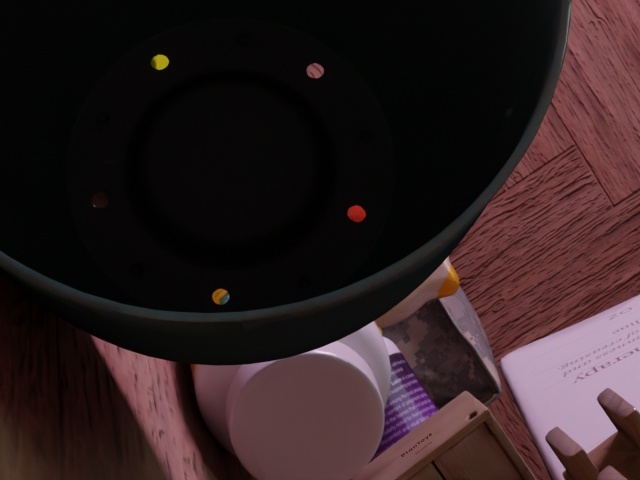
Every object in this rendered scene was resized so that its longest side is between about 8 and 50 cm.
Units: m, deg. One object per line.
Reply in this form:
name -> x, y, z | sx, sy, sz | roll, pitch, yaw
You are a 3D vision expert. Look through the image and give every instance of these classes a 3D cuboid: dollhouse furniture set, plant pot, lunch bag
dollhouse furniture set -> 0.129, 0.211, 1.010 | 0.161, 0.212, 0.242 | 55, -5, -18
plant pot -> -0.047, -0.072, 0.804 | 0.293, 0.293, 0.235 | 57, -11, 14
lunch bag -> 0.035, 0.047, 1.576 | 0.287, 0.169, 0.235 | 61, 4, 3

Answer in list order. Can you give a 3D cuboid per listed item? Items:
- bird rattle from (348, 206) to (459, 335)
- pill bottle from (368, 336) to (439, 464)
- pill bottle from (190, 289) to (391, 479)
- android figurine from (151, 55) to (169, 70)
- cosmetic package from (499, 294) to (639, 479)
bird rattle -> 0.000, 0.000, 1.409 | 0.143, 0.207, 0.253 | 91, -21, -64
pill bottle -> 0.029, 0.134, 1.191 | 0.193, 0.108, 0.108 | 57, 4, 11
pill bottle -> -0.022, 0.069, 1.037 | 0.117, 0.118, 0.208 | 55, 4, -20
android figurine -> -0.099, -0.085, 1.217 | 0.272, 0.056, 0.248 | -93, 161, -44
cosmetic package -> 0.386, 0.217, 1.455 | 0.327, 0.329, 0.393 | 63, 3, -10
